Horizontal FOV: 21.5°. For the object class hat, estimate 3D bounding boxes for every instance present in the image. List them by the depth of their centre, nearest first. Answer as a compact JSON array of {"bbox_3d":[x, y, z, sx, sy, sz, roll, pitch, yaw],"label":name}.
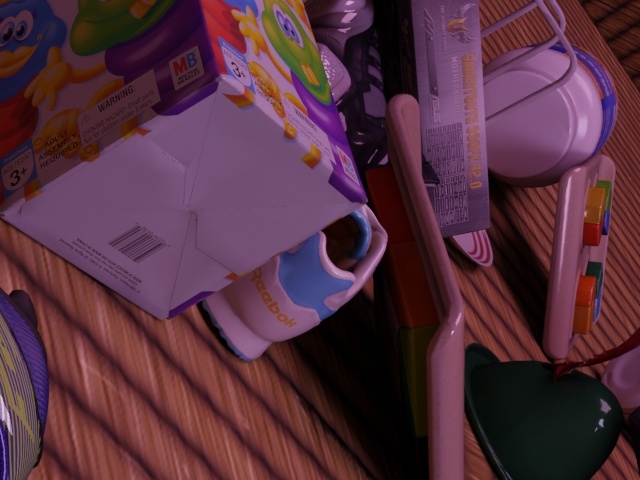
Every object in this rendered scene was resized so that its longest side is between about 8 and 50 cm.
[{"bbox_3d":[0.231,0.124,1.360,0.173,0.184,0.208,54,19,-12],"label":"hat"}]

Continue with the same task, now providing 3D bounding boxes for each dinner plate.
[{"bbox_3d":[0.117,-0.034,1.580,0.141,0.017,0.141,51,19,-26],"label":"dinner plate"}]

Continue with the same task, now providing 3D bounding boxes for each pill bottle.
[{"bbox_3d":[0.379,0.190,1.797,0.169,0.094,0.094,50,20,-26],"label":"pill bottle"},{"bbox_3d":[0.238,-0.139,1.846,0.152,0.152,0.272,60,17,0],"label":"pill bottle"}]

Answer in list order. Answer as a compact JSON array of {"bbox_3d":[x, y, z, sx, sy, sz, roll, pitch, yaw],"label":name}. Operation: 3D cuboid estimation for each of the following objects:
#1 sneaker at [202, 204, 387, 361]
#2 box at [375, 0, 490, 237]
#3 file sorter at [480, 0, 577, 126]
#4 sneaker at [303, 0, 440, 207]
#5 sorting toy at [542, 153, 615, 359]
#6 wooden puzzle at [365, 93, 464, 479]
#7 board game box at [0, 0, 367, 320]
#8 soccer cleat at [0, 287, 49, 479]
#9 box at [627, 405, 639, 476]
[{"bbox_3d":[0.000,0.000,1.076,0.087,0.092,0.228,55,22,-13],"label":"sneaker"},{"bbox_3d":[0.084,-0.146,1.391,0.183,0.056,0.231,-113,-167,-55],"label":"box"},{"bbox_3d":[0.118,-0.253,1.652,0.173,0.193,0.277,49,21,-39],"label":"file sorter"},{"bbox_3d":[0.021,-0.099,1.301,0.153,0.101,0.268,54,25,-18],"label":"sneaker"},{"bbox_3d":[0.273,0.013,1.727,0.208,0.038,0.193,-18,115,-70],"label":"sorting toy"},{"bbox_3d":[0.063,0.055,1.136,0.238,0.044,0.221,-97,-179,-47],"label":"wooden puzzle"},{"bbox_3d":[-0.097,-0.122,0.943,0.144,0.142,0.275,38,28,-49],"label":"board game box"},{"bbox_3d":[-0.197,0.007,0.564,0.289,0.093,0.121,45,29,-36],"label":"soccer cleat"},{"bbox_3d":[0.430,0.274,1.352,0.312,0.179,0.343,43,-17,41],"label":"box"}]
